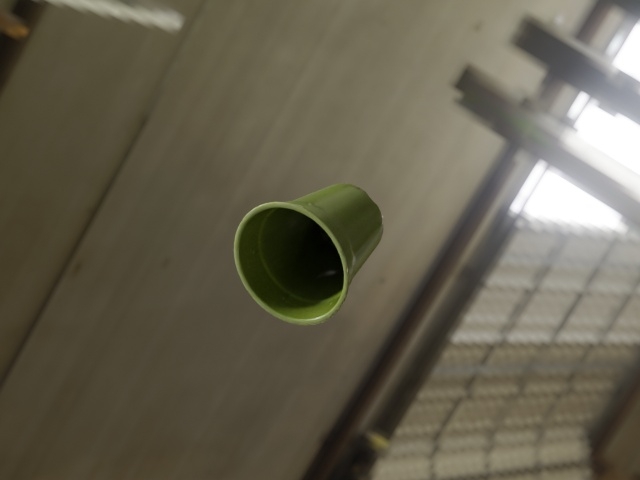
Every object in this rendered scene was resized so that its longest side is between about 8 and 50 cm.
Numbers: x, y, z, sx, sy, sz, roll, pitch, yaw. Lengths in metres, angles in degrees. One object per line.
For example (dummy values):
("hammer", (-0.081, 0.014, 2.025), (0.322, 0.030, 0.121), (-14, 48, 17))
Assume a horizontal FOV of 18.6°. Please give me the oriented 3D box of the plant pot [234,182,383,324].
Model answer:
("plant pot", (0.000, 0.000, 1.248), (0.083, 0.083, 0.079), (34, -144, 13))
